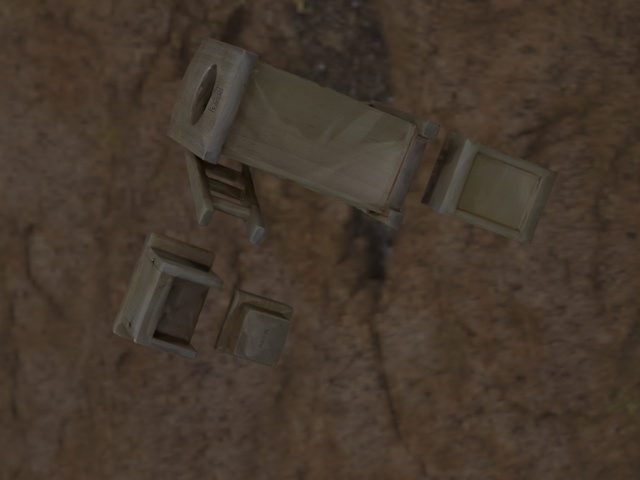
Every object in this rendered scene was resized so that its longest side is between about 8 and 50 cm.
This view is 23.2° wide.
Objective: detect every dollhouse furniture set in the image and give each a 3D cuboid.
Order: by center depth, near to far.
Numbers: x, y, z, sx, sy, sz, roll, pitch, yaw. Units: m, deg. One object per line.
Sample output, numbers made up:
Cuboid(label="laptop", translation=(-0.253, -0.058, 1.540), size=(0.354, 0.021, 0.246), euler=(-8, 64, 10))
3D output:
Cuboid(label="dollhouse furniture set", translation=(0.000, 0.000, 0.831), size=(0.160, 0.182, 0.101), euler=(-68, 20, 5))
